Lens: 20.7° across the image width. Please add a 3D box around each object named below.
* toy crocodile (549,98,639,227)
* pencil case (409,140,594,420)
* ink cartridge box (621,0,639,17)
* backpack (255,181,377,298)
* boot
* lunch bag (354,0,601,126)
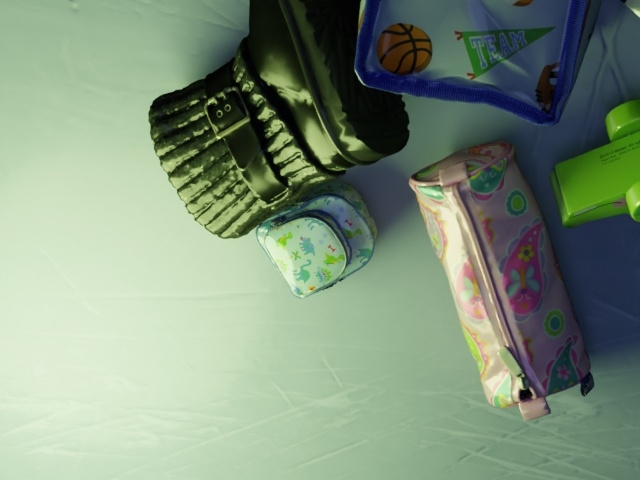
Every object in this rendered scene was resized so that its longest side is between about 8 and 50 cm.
[{"bbox_3d":[0.393,-0.102,1.769,0.340,0.105,0.115,-26,60,17],"label":"toy crocodile"},{"bbox_3d":[0.190,0.040,1.835,0.124,0.124,0.284,-16,104,14],"label":"pencil case"},{"bbox_3d":[0.361,-0.288,1.640,0.097,0.046,0.207,43,132,10],"label":"ink cartridge box"},{"bbox_3d":[0.000,0.000,1.873,0.114,0.084,0.105,-28,103,14],"label":"backpack"},{"bbox_3d":[-0.070,-0.195,1.800,0.260,0.131,0.348,-22,77,41],"label":"boot"},{"bbox_3d":[0.164,-0.342,1.608,0.239,0.328,0.385,12,111,4],"label":"lunch bag"}]
